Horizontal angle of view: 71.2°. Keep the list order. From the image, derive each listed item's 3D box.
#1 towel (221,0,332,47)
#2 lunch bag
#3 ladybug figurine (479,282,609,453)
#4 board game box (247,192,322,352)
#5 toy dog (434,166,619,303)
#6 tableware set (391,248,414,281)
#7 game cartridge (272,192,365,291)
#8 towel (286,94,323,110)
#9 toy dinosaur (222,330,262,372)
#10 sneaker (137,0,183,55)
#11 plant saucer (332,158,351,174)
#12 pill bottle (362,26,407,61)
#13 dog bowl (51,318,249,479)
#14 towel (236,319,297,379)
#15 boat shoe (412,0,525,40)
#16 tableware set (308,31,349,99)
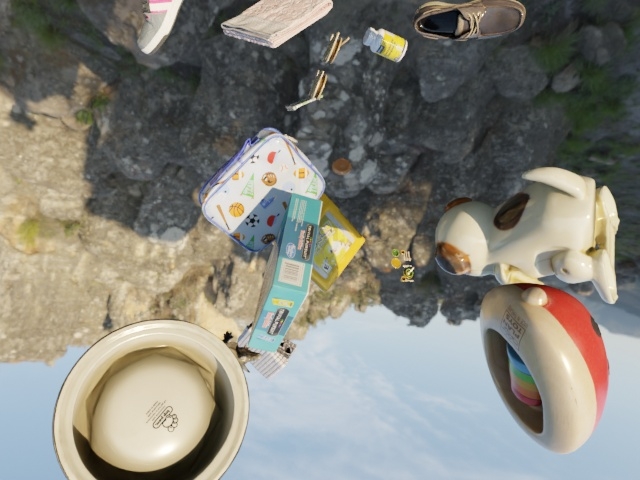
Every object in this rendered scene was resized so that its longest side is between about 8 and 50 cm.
[{"bbox_3d":[-0.172,-0.856,1.706,0.332,0.317,0.053,31,154,35],"label":"towel"},{"bbox_3d":[-0.152,-0.136,1.158,0.243,0.303,0.115,43,-175,-31],"label":"lunch bag"},{"bbox_3d":[0.467,0.251,0.929,0.162,0.449,0.305,-24,-140,-3],"label":"ladybug figurine"},{"bbox_3d":[-0.089,0.090,1.089,0.079,0.254,0.336,15,143,-8],"label":"board game box"},{"bbox_3d":[0.496,-0.004,1.148,0.408,0.285,0.395,-8,151,42],"label":"toy dog"},{"bbox_3d":[0.371,0.112,2.015,0.104,0.154,0.024,3,158,-17],"label":"tableware set"},{"bbox_3d":[0.000,0.000,1.764,0.324,0.285,0.052,46,164,-31],"label":"game cartridge"},{"bbox_3d":[-0.073,-0.624,2.029,0.152,0.023,0.113,-26,-155,-14],"label":"towel"},{"bbox_3d":[-0.298,0.363,1.285,0.121,0.313,0.160,50,-161,0],"label":"toy dinosaur"},{"bbox_3d":[-0.413,-0.601,1.042,0.178,0.295,0.124,18,-149,-38],"label":"sneaker"},{"bbox_3d":[0.090,-0.313,1.882,0.083,0.083,0.013,10,149,3],"label":"plant saucer"},{"bbox_3d":[0.288,-0.884,2.008,0.184,0.103,0.103,15,175,-18],"label":"pill bottle"},{"bbox_3d":[-0.382,0.398,1.042,0.408,0.408,0.150,11,153,-19],"label":"dog bowl"},{"bbox_3d":[-0.243,0.470,1.969,0.235,0.121,0.284,45,143,6],"label":"towel"},{"bbox_3d":[0.473,-0.706,1.460,0.355,0.130,0.132,7,135,24],"label":"boat shoe"},{"bbox_3d":[0.022,-0.494,1.286,0.039,0.194,0.128,19,-161,-14],"label":"tableware set"}]
